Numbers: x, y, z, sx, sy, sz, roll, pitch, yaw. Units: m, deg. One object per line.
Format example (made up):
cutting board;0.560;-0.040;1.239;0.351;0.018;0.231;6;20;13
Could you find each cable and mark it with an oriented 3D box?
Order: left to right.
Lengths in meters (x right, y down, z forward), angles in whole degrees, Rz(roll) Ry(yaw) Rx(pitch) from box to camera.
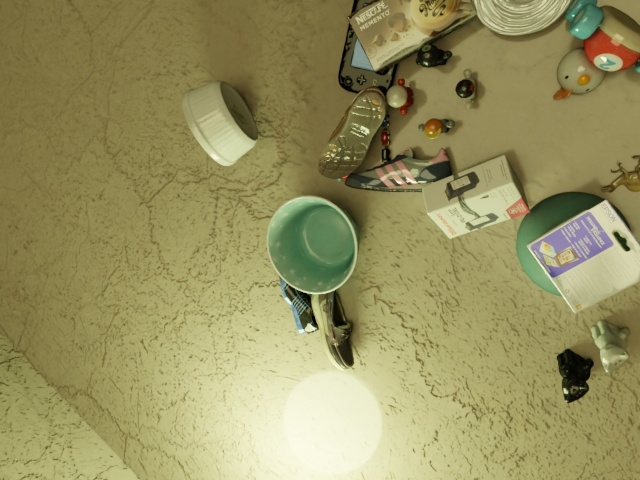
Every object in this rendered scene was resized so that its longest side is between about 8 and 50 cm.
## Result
cable;0.510;-0.653;1.341;0.257;0.089;0.257;-22;103;30

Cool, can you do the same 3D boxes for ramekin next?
ramekin;-0.310;-0.386;1.713;0.127;0.273;0.272;-27;90;15

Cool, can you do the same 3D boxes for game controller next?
game controller;0.158;-0.584;1.551;0.167;0.067;0.318;19;110;20

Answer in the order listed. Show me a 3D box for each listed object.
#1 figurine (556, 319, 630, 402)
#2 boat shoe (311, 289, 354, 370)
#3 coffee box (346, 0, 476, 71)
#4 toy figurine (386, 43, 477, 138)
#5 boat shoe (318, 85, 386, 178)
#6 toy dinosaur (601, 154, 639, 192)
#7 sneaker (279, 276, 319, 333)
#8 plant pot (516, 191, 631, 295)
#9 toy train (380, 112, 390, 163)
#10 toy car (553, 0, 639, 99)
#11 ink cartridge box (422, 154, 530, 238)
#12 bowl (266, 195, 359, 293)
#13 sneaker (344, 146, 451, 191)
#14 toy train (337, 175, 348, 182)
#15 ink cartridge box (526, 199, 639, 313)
figurine;0.729;0.325;1.422;0.092;0.209;0.214;43;115;10
boat shoe;0.057;0.297;1.789;0.093;0.103;0.285;-21;87;32
coffee box;0.242;-0.599;1.441;0.297;0.119;0.168;-26;97;16
toy figurine;0.313;-0.408;1.474;0.209;0.148;0.213;46;116;8
boat shoe;0.097;-0.314;1.576;0.123;0.116;0.324;28;131;-13
toy dinosaur;0.818;-0.167;1.363;0.183;0.053;0.092;-6;115;33
sneaker;-0.060;0.209;1.837;0.091;0.081;0.232;-17;102;24
plant pot;0.656;0.029;1.394;0.291;0.195;0.289;6;104;24
toy train;0.194;-0.312;1.614;0.027;0.036;0.158;2;103;24
toy car;0.655;-0.428;1.294;0.219;0.210;0.237;27;131;-3
ink cartridge box;0.426;-0.113;1.470;0.237;0.172;0.100;-21;54;27
bowl;0.000;0.000;1.708;0.312;0.163;0.311;6;104;23
sneaker;0.229;-0.210;1.593;0.319;0.112;0.130;2;93;18
toy train;0.079;-0.273;1.676;0.125;0.046;0.166;34;111;1
ink cartridge box;0.640;0.039;1.266;0.208;0.045;0.206;-36;86;28
